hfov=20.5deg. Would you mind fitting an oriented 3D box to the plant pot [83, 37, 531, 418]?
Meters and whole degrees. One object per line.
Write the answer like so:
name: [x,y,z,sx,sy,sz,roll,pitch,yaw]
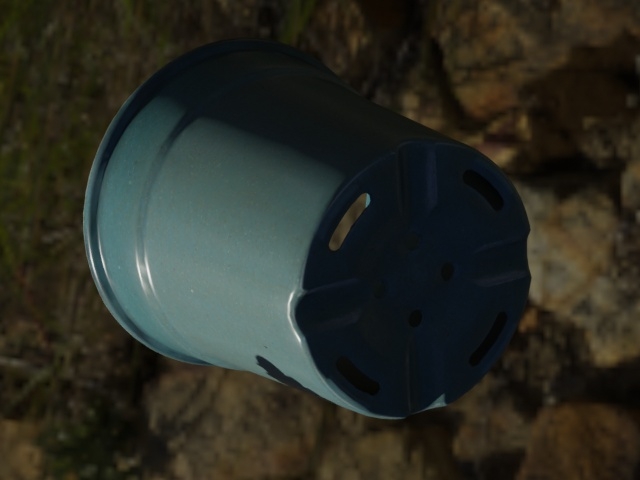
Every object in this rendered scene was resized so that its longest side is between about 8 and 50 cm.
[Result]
plant pot: [0.000,0.000,1.665,0.341,0.341,0.334,24,180,-34]
